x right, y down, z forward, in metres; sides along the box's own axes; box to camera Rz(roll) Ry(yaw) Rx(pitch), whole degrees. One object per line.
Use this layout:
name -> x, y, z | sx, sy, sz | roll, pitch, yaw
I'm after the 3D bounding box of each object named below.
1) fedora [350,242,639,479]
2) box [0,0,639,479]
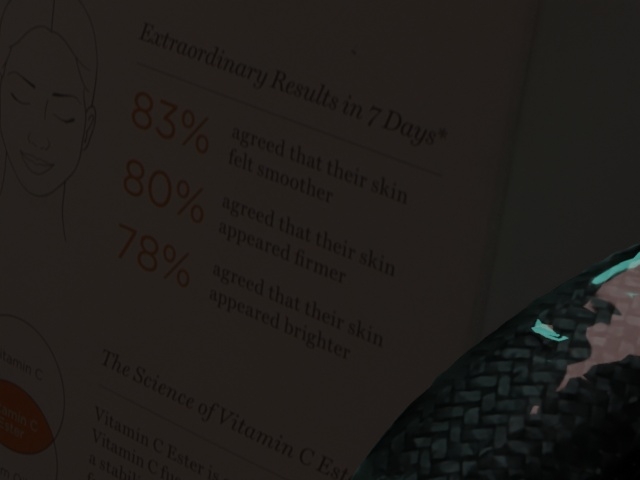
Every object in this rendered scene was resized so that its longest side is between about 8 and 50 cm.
fedora -> 0.138, 0.146, 0.456 | 0.334, 0.334, 0.152 | 5, -10, -10
box -> 0.009, -0.015, 0.628 | 0.215, 0.345, 0.168 | 23, 25, 33
